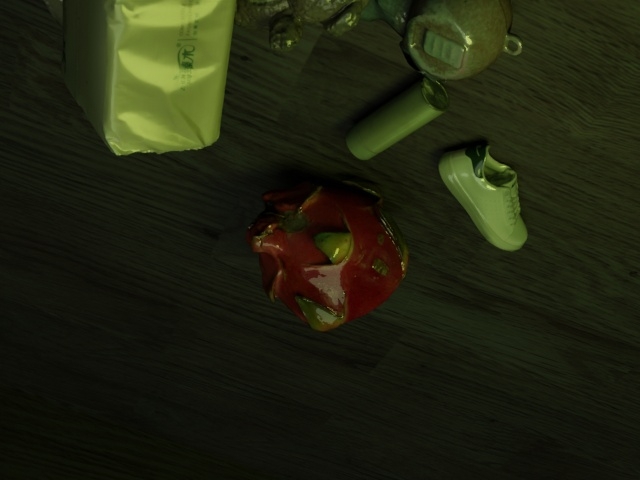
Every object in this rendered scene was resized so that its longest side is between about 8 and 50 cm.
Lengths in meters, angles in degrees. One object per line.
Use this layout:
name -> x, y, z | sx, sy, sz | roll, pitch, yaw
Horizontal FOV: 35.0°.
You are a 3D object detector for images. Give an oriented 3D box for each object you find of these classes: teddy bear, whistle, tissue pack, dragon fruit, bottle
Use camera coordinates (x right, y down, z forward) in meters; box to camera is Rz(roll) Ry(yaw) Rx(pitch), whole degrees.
teddy bear -> -0.038, -0.397, 1.538 | 0.267, 0.235, 0.151 | 7, 177, 43
whistle -> 0.161, -0.367, 1.585 | 0.348, 0.189, 0.189 | 26, 146, 17
tissue pack -> -0.257, -0.353, 1.491 | 0.207, 0.297, 0.380 | -9, 129, -27
dragon fruit -> 0.000, 0.000, 1.968 | 0.306, 0.305, 0.225 | -10, 134, 27
bottle -> 0.136, -0.216, 1.824 | 0.072, 0.072, 0.201 | 35, 138, -25

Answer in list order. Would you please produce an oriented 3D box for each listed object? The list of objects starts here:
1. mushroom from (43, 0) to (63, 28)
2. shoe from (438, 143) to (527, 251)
mushroom -> -0.340, -0.359, 1.735 | 0.128, 0.128, 0.350 | -20, 141, 36
shoe -> 0.336, -0.080, 1.920 | 0.110, 0.095, 0.265 | -24, 127, 38
